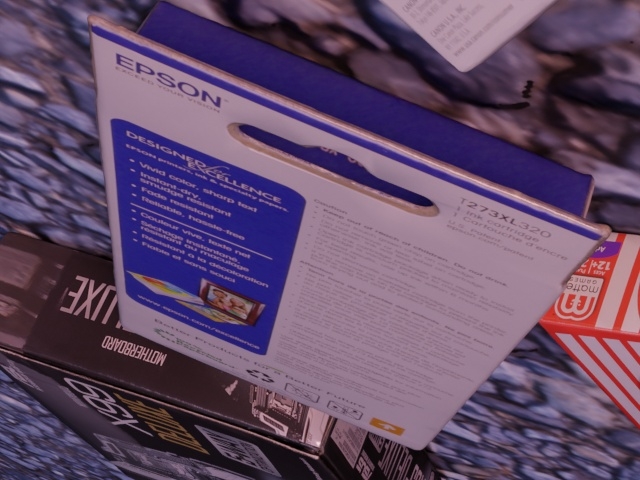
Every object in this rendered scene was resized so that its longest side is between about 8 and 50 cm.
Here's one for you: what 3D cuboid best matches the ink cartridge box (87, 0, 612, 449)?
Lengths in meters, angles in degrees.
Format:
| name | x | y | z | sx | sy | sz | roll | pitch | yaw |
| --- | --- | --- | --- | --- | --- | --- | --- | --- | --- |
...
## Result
| name | x | y | z | sx | sy | sz | roll | pitch | yaw |
| --- | --- | --- | --- | --- | --- | --- | --- | --- | --- |
| ink cartridge box | 0.000 | 0.000 | 0.644 | 0.176 | 0.069 | 0.371 | 23 | 164 | 2 |

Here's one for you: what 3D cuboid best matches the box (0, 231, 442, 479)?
| name | x | y | z | sx | sy | sz | roll | pitch | yaw |
| --- | --- | --- | --- | --- | --- | --- | --- | --- | --- |
| box | -0.062 | 0.116 | 1.004 | 0.242 | 0.076 | 0.307 | 16 | 160 | 20 |

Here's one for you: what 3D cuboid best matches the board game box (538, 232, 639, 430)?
| name | x | y | z | sx | sy | sz | roll | pitch | yaw |
| --- | --- | --- | --- | --- | --- | --- | --- | --- | --- |
| board game box | 0.195 | 0.064 | 0.626 | 0.147 | 0.045 | 0.193 | 6 | 155 | 39 |

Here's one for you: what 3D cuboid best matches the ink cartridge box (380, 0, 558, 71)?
| name | x | y | z | sx | sy | sz | roll | pitch | yaw |
| --- | --- | --- | --- | --- | --- | --- | --- | --- | --- |
| ink cartridge box | 0.005 | -0.130 | 0.355 | 0.179 | 0.045 | 0.145 | 43 | 159 | -4 |
